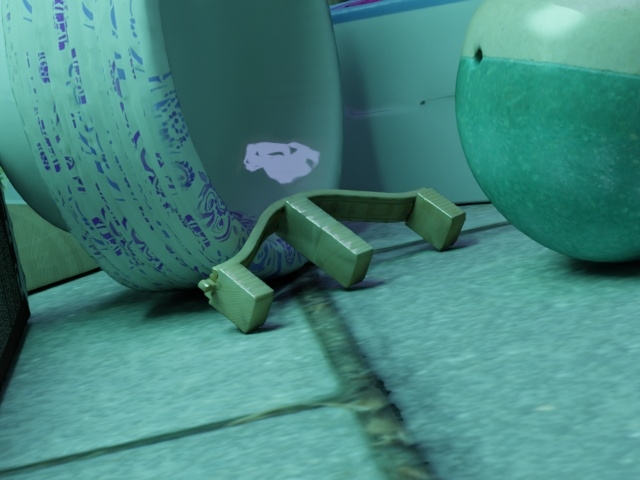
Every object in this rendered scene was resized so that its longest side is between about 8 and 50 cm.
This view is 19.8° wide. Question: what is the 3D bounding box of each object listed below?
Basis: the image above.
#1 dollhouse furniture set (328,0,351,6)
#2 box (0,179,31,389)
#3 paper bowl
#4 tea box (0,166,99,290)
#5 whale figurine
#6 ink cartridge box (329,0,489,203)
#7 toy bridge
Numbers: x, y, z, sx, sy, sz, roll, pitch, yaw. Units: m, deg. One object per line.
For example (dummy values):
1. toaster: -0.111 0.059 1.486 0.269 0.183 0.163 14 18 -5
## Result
1. dollhouse furniture set: -0.100 -0.215 1.724 0.362 0.256 0.394 -9 13 23
2. box: -0.264 0.032 0.916 0.191 0.143 0.381 -12 11 -3
3. paper bowl: -0.103 -0.109 1.096 0.148 0.284 0.284 -7 10 22
4. tea box: -0.337 -0.117 1.292 0.323 0.329 0.220 -3 12 46
5. whale figurine: 0.200 -0.049 0.948 0.272 0.141 0.216 11 2 -19
6. ink cartridge box: 0.186 -0.139 1.359 0.270 0.151 0.395 -3 11 40
7. toy bridge: 0.000 0.000 1.021 0.063 0.026 0.188 38 37 28
